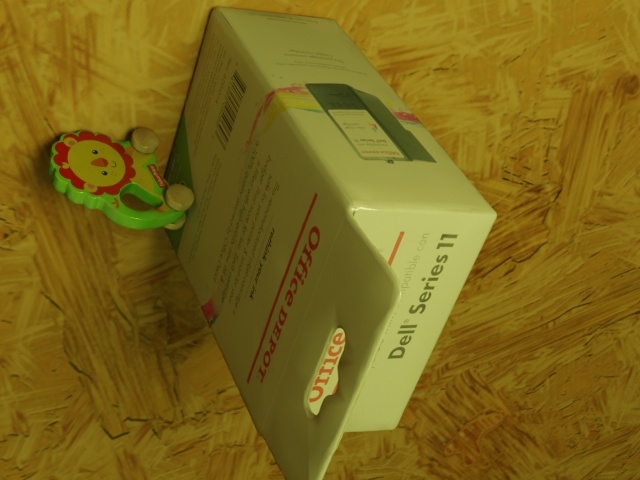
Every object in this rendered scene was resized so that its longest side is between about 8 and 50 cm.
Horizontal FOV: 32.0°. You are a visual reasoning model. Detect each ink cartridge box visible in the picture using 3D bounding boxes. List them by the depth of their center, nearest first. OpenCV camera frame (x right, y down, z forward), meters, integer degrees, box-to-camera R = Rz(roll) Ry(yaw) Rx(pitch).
[{"bbox_3d":[0.000,0.000,0.824,0.119,0.353,0.207,2,126,-28],"label":"ink cartridge box"}]

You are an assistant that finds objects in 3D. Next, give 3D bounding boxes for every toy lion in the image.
[{"bbox_3d":[-0.163,-0.048,0.882,0.096,0.100,0.034,-15,150,-37],"label":"toy lion"}]
